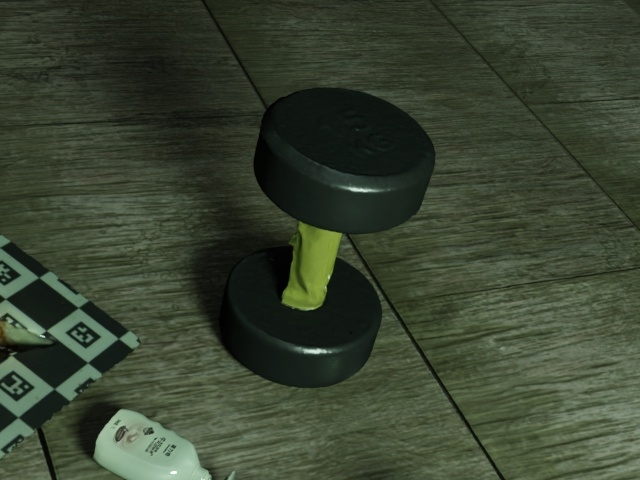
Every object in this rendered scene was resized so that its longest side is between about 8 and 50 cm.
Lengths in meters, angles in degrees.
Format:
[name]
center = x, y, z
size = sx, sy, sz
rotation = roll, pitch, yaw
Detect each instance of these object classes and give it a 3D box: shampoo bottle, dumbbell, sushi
[shampoo bottle]
center = -0.165, 0.240, 1.209
size = 0.152, 0.045, 0.077
rotation = 25, 38, 12
[dumbbell]
center = 0.000, 0.000, 1.341
size = 0.203, 0.322, 0.204
rotation = 10, 37, -8
[sushi]
center = -0.438, 0.113, 1.250
size = 0.343, 0.064, 0.359
rotation = 36, 33, 8
